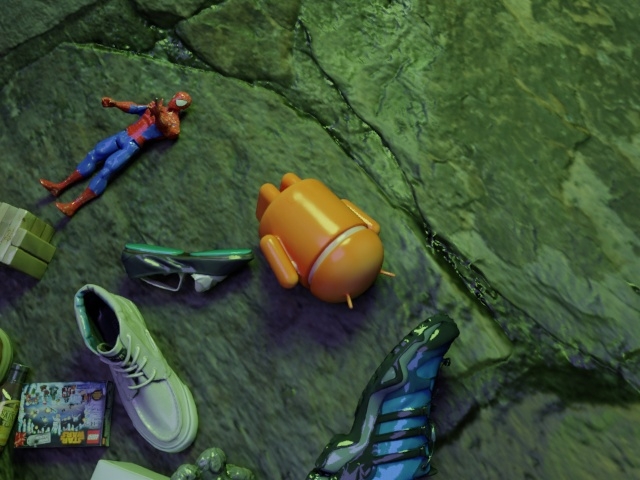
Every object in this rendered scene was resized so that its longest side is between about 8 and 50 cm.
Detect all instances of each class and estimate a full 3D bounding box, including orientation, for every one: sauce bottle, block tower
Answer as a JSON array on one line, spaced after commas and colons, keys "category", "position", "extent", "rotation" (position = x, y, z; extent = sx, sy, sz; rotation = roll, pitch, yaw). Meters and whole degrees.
[{"category": "sauce bottle", "position": [-0.468, 0.247, 1.021], "extent": [0.042, 0.042, 0.128], "rotation": [10, 74, 15]}, {"category": "block tower", "position": [-0.597, -0.034, 1.130], "extent": [0.336, 0.097, 0.090], "rotation": [17, 74, 15]}]

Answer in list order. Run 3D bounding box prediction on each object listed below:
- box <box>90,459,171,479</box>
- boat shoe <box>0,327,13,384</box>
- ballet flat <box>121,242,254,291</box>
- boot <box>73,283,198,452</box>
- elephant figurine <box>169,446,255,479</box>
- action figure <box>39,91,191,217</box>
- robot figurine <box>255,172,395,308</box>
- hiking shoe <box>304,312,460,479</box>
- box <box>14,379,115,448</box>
[{"category": "box", "position": [-0.246, 0.347, 0.905], "extent": [0.102, 0.101, 0.087], "rotation": [15, 73, 15]}, {"category": "boat shoe", "position": [-0.559, 0.265, 0.981], "extent": [0.123, 0.116, 0.324], "rotation": [15, 73, -1]}, {"category": "ballet flat", "position": [-0.200, 0.042, 1.038], "extent": [0.203, 0.074, 0.074], "rotation": [2, 70, 6]}, {"category": "boot", "position": [-0.268, 0.178, 0.963], "extent": [0.095, 0.123, 0.258], "rotation": [-36, 67, -3]}, {"category": "elephant figurine", "position": [-0.080, 0.372, 0.822], "extent": [0.240, 0.186, 0.169], "rotation": [22, 59, 27]}, {"category": "action figure", "position": [-0.333, -0.167, 1.107], "extent": [0.280, 0.139, 0.091], "rotation": [-38, 68, -7]}, {"category": "robot figurine", "position": [-0.002, 0.001, 0.975], "extent": [0.219, 0.158, 0.128], "rotation": [44, 105, 22]}, {"category": "hiking shoe", "position": [0.105, 0.238, 0.886], "extent": [0.132, 0.113, 0.304], "rotation": [33, 87, 10]}, {"category": "box", "position": [-0.374, 0.255, 1.007], "extent": [0.137, 0.027, 0.093], "rotation": [-5, 69, 9]}]
